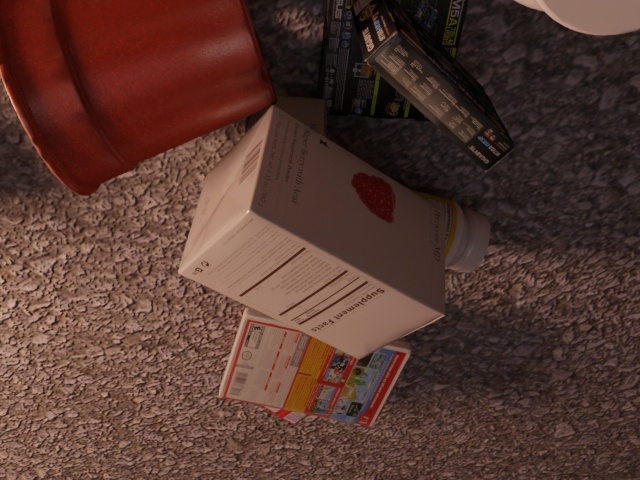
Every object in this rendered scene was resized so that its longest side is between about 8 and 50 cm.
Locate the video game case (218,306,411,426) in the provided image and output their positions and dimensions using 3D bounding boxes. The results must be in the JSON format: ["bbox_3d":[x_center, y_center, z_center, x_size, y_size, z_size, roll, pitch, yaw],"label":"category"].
[{"bbox_3d":[-0.013,0.222,1.183,0.285,0.025,0.204,14,124,-10],"label":"video game case"}]

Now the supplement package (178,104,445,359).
[{"bbox_3d":[0.000,0.000,0.900,0.293,0.177,0.175,28,138,-25],"label":"supplement package"}]

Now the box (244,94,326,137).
[{"bbox_3d":[-0.054,-0.077,1.031,0.113,0.094,0.275,5,136,-3],"label":"box"}]

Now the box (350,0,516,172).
[{"bbox_3d":[0.137,-0.205,0.861,0.220,0.175,0.051,35,118,-27],"label":"box"}]

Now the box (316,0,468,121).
[{"bbox_3d":[0.094,-0.260,0.954,0.184,0.045,0.190,1,128,-6],"label":"box"}]

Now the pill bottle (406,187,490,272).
[{"bbox_3d":[0.152,-0.019,1.099,0.209,0.119,0.119,14,126,-14],"label":"pill bottle"}]

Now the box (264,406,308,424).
[{"bbox_3d":[-0.008,0.205,1.264,0.128,0.122,0.257,37,118,-26],"label":"box"}]

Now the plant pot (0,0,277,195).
[{"bbox_3d":[-0.206,-0.224,0.844,0.265,0.272,0.272,-18,127,1],"label":"plant pot"}]

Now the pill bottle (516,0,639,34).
[{"bbox_3d":[0.236,-0.353,0.684,0.210,0.362,0.210,-1,128,-1],"label":"pill bottle"}]
